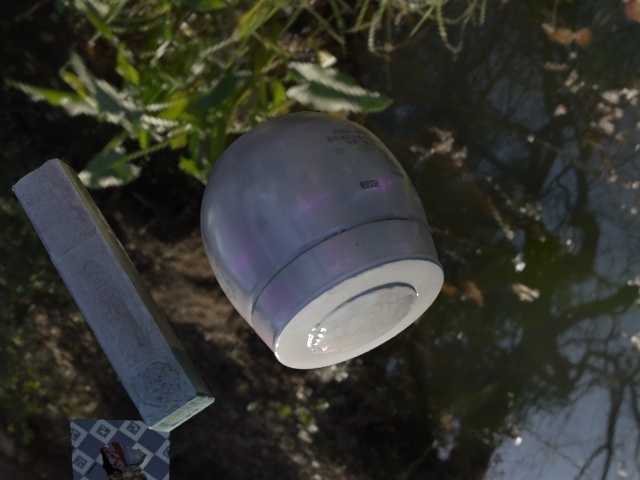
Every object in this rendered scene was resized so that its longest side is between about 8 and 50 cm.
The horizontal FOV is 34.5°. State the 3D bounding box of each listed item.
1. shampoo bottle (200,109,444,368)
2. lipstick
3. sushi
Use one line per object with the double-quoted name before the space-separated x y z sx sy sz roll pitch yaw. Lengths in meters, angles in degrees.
"shampoo bottle" 0.000 0.000 1.289 0.266 0.273 0.273 59 160 28
"lipstick" -0.228 0.056 1.121 0.317 0.066 0.068 56 -179 17
"sushi" -0.238 0.267 1.245 0.120 0.026 0.126 3 106 4
